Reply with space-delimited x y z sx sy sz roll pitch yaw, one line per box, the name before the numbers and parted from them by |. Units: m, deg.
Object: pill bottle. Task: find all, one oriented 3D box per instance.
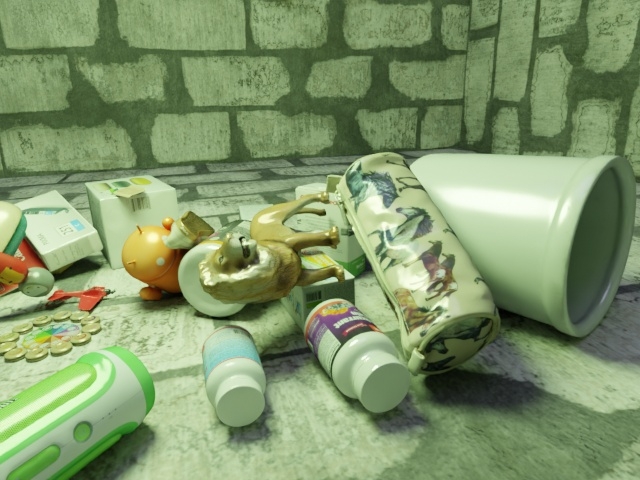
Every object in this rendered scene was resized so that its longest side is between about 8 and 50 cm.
pill bottle | -0.130 0.200 0.687 0.087 0.087 0.160 -7 19 -15
pill bottle | 0.054 0.176 0.712 0.108 0.108 0.193 -9 20 -21
pill bottle | -0.189 0.044 1.040 0.162 0.162 0.278 3 19 11

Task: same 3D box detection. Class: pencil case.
pencil case | 0.152 0.027 0.806 0.183 0.160 0.410 -14 52 -10

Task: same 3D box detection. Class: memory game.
memory game | -0.526 0.181 0.888 0.186 0.012 0.186 -1 18 0

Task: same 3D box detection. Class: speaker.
speaker | -0.341 0.240 0.525 0.131 0.131 0.296 8 21 27

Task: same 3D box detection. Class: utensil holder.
utensil holder | 0.378 -0.020 0.948 0.327 0.328 0.385 -17 22 -39

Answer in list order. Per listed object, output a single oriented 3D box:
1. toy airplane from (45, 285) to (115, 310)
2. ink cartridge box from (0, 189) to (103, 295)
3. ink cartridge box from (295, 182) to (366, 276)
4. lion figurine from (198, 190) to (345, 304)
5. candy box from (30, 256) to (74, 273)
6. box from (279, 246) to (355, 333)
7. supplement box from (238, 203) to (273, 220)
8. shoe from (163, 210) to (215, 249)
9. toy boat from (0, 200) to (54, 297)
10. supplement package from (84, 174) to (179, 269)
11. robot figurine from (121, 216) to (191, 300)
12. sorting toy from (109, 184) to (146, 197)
toy airplane | -0.543 0.123 1.032 0.151 0.028 0.151 -4 15 1
ink cartridge box | -0.764 -0.007 1.197 0.261 0.066 0.296 -32 47 -33
ink cartridge box | 0.028 -0.029 1.150 0.160 0.220 0.092 12 23 34
lion figurine | -0.085 0.006 0.892 0.240 0.142 0.392 -8 15 0
candy box | -0.775 0.048 1.244 0.186 0.053 0.109 -2 20 2
box | -0.019 0.097 0.959 0.114 0.103 0.203 -10 20 -21
supplement box | -0.177 -0.028 1.335 0.113 0.111 0.220 -5 19 -13
shoe | -0.290 -0.019 1.006 0.058 0.076 0.219 -46 4 3
toy boat | -0.733 0.049 1.029 0.318 0.268 0.148 14 -21 36
supplement package | -0.549 -0.066 1.336 0.199 0.198 0.262 -14 23 -31
robot figurine | -0.352 0.046 1.023 0.158 0.219 0.128 -43 63 -2
sorting toy | -0.509 -0.129 1.196 0.083 0.012 0.062 13 30 21
